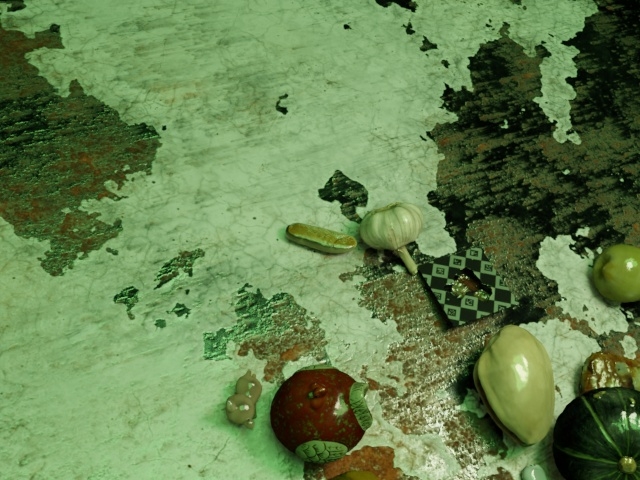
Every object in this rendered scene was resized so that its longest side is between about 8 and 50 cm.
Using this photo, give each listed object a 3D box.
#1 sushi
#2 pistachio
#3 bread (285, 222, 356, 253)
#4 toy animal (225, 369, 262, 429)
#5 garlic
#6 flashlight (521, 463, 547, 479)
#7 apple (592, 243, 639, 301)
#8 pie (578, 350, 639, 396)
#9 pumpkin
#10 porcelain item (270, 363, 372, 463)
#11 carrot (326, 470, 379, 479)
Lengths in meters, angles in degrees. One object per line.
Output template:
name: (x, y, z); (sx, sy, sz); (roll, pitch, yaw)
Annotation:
sushi: (0.433, 0.145, 1.994); (0.220, 0.047, 0.231); (-16, 53, -15)
pistachio: (0.522, 0.383, 1.781); (0.214, 0.193, 0.318); (-7, 70, -6)
bread: (-0.001, -0.001, 1.982); (0.214, 0.053, 0.073); (14, 51, -2)
toy animal: (-0.190, 0.392, 1.660); (0.083, 0.089, 0.150); (13, 46, -2)
garlic: (0.231, 0.001, 2.004); (0.199, 0.199, 0.226); (-28, 101, -28)
flashlight: (0.570, 0.667, 1.694); (0.093, 0.047, 0.200); (-5, 60, -17)
apple: (0.946, 0.103, 2.080); (0.200, 0.200, 0.200); (7, 56, -10)
pie: (0.869, 0.457, 1.884); (0.308, 0.085, 0.308); (6, 61, -12)
pumpkin: (0.752, 0.528, 1.689); (0.323, 0.241, 0.323); (0, 91, 6)
porcelain item: (0.004, 0.403, 1.613); (0.253, 0.253, 0.253); (7, 56, -10)
carrot: (0.000, 0.619, 1.545); (0.302, 0.114, 0.114); (-13, 62, -20)
